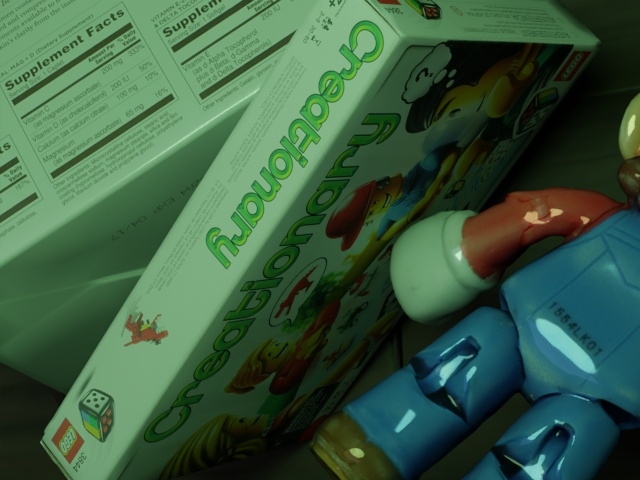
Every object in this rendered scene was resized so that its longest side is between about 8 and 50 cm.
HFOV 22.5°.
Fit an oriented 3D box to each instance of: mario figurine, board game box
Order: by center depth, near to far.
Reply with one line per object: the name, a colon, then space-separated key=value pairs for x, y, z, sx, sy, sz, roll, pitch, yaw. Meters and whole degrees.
mario figurine: x=0.156 y=0.043 z=0.785 sx=0.320 sy=0.170 sz=0.198 roll=-42 pitch=104 yaw=-7
board game box: x=0.000 y=0.000 z=0.836 sx=0.053 sy=0.193 sz=0.305 roll=47 pitch=120 yaw=24

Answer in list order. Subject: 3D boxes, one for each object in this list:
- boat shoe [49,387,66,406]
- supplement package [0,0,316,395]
boat shoe: x=-0.190 y=0.017 z=1.057 sx=0.073 sy=0.073 sz=0.207 roll=-41 pitch=64 yaw=18
supplement package: x=-0.096 y=-0.056 z=0.898 sx=0.262 sy=0.204 sz=0.145 roll=-32 pitch=66 yaw=5
